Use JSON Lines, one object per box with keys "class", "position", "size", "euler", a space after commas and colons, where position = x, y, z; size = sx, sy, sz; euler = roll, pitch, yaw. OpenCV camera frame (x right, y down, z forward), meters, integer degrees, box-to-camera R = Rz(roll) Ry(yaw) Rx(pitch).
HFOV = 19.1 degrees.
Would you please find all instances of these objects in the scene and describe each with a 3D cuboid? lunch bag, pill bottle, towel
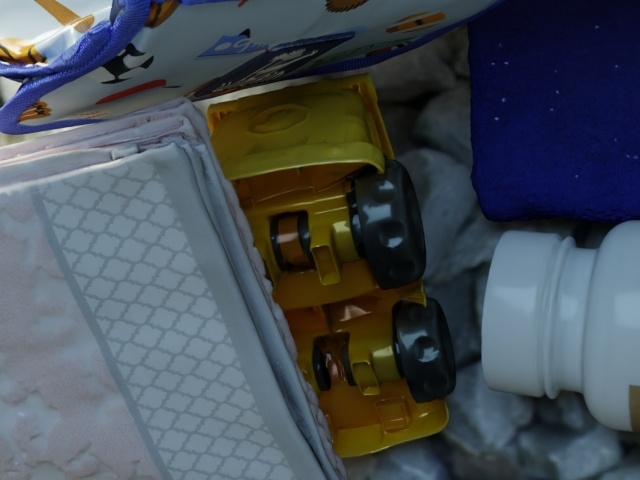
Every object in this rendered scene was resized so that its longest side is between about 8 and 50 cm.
{"class": "lunch bag", "position": [-0.097, -0.203, 1.165], "size": [0.385, 0.328, 0.239], "euler": [25, 119, 44]}
{"class": "pill bottle", "position": [0.220, 0.055, 1.159], "size": [0.229, 0.131, 0.131], "euler": [6, 70, 16]}
{"class": "towel", "position": [0.248, -0.121, 1.209], "size": [0.308, 0.076, 0.227], "euler": [0, 103, 13]}
{"class": "towel", "position": [-0.167, 0.099, 1.140], "size": [0.317, 0.332, 0.053], "euler": [-15, 31, 11]}

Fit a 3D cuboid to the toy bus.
{"class": "toy bus", "position": [0.000, 0.000, 1.227], "size": [0.149, 0.220, 0.211], "euler": [-12, 32, 11]}
